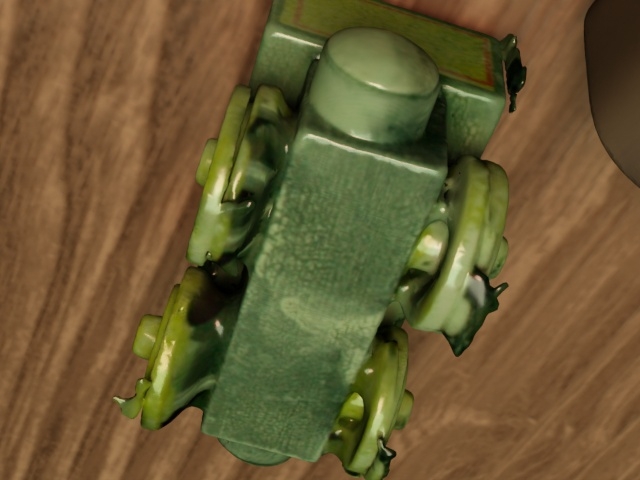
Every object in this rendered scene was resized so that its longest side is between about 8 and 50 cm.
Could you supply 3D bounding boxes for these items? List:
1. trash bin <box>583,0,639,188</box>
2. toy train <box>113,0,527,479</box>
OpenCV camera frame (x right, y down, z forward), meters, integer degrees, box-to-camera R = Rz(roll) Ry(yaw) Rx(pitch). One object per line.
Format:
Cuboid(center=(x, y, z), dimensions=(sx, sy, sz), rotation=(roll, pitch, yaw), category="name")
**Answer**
Cuboid(center=(0.255, -0.118, 0.417), dimensions=(0.220, 0.219, 0.250), rotation=(29, 129, -12), category="trash bin")
Cuboid(center=(0.000, 0.000, 0.539), dimensions=(0.159, 0.188, 0.271), rotation=(16, 128, -5), category="toy train")
